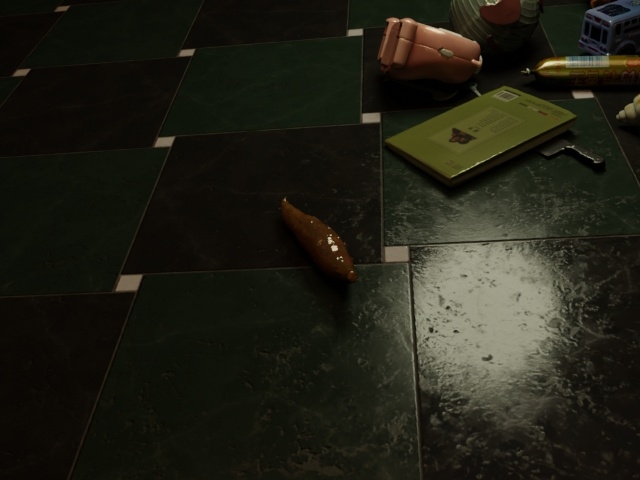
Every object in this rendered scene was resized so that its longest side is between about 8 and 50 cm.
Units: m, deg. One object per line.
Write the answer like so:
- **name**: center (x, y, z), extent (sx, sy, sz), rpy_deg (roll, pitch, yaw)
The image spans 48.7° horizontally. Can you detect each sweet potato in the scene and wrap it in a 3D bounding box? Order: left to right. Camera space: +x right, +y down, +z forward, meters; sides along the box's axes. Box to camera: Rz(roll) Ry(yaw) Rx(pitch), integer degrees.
- **sweet potato**: center (0.000, 0.000, 1.304), extent (0.072, 0.066, 0.314), rpy_deg (-14, 37, -18)

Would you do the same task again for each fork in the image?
- **fork**: center (0.243, -0.375, 1.751), extent (0.219, 0.028, 0.034), rpy_deg (22, 56, 37)

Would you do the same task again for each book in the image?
- **book**: center (0.348, -0.239, 1.551), extent (0.352, 0.035, 0.239), rpy_deg (-27, 40, -19)

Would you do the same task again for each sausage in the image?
- **sausage**: center (0.664, -0.400, 1.662), extent (0.371, 0.082, 0.082), rpy_deg (2, 40, 13)

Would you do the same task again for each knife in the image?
- **knife**: center (0.491, -0.200, 1.500), extent (0.072, 0.019, 0.245), rpy_deg (-27, 40, -17)

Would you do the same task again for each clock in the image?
- **clock**: center (0.273, -0.444, 1.721), extent (0.241, 0.142, 0.227), rpy_deg (11, 16, -10)

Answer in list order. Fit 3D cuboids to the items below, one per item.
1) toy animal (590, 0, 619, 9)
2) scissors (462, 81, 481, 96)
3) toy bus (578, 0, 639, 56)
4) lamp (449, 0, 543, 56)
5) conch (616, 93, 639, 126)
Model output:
- **toy animal**: center (0.841, -0.716, 1.948), extent (0.281, 0.169, 0.195), rpy_deg (15, 2, 33)
- **scissors**: center (0.377, -0.365, 1.724), extent (0.036, 0.006, 0.083), rpy_deg (-13, 40, -9)
- **toy bus**: center (0.801, -0.543, 1.765), extent (0.292, 0.133, 0.125), rpy_deg (-20, 40, -14)
- **lamp**: center (0.447, -0.588, 1.805), extent (0.233, 0.233, 0.265), rpy_deg (22, 41, 31)
- **conch**: center (0.753, -0.274, 1.441), extent (0.275, 0.183, 0.148), rpy_deg (25, 91, 42)
